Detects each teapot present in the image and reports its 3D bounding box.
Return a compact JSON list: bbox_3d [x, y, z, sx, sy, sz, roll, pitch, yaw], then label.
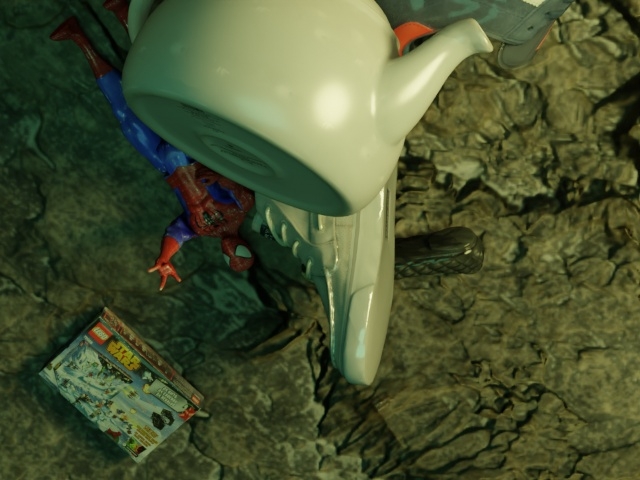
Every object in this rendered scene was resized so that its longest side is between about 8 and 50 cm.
[{"bbox_3d":[-0.030,-0.149,1.345,0.256,0.252,0.187,28,79,-12],"label":"teapot"}]

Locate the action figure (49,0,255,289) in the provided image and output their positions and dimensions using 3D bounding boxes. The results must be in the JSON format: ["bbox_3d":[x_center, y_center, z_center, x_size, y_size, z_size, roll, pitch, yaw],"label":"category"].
[{"bbox_3d":[-0.143,-0.074,1.467,0.091,0.139,0.280,-27,109,16],"label":"action figure"}]

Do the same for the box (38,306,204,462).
[{"bbox_3d":[-0.196,0.143,1.612,0.094,0.027,0.137,-41,103,20],"label":"box"}]

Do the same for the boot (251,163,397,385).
[{"bbox_3d":[0.000,0.000,1.466,0.123,0.095,0.258,1,75,13],"label":"boot"}]

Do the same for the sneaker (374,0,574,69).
[{"bbox_3d":[0.195,-0.232,1.377,0.350,0.131,0.148,-14,108,21],"label":"sneaker"}]

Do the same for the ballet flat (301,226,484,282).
[{"bbox_3d":[0.067,0.024,1.526,0.173,0.057,0.049,-7,131,11],"label":"ballet flat"}]
